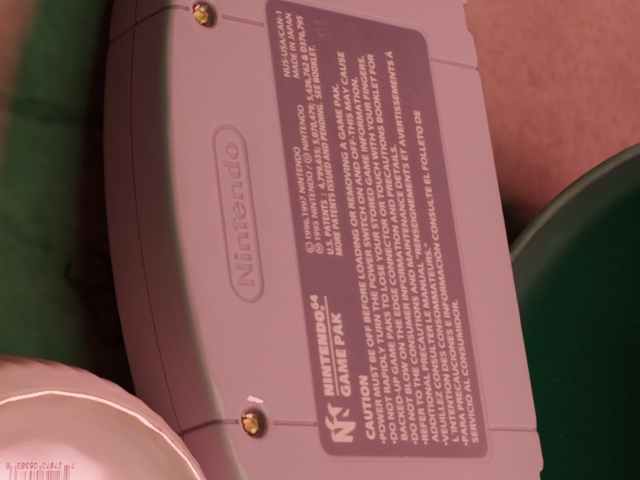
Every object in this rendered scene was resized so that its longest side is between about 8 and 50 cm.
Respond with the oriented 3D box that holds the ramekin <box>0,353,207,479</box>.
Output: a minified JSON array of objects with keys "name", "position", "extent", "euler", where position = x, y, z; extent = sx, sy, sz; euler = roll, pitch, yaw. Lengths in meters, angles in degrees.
[{"name":"ramekin","position":[-0.126,0.136,0.695],"extent":[0.207,0.109,0.207],"euler":[7,80,-41]}]

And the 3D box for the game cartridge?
[{"name":"game cartridge","position":[0.000,0.000,0.833],"extent":[0.198,0.062,0.297],"euler":[5,70,-37]}]

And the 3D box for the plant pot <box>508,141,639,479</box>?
[{"name":"plant pot","position":[0.229,0.106,0.931],"extent":[0.196,0.293,0.293],"euler":[35,59,-64]}]
